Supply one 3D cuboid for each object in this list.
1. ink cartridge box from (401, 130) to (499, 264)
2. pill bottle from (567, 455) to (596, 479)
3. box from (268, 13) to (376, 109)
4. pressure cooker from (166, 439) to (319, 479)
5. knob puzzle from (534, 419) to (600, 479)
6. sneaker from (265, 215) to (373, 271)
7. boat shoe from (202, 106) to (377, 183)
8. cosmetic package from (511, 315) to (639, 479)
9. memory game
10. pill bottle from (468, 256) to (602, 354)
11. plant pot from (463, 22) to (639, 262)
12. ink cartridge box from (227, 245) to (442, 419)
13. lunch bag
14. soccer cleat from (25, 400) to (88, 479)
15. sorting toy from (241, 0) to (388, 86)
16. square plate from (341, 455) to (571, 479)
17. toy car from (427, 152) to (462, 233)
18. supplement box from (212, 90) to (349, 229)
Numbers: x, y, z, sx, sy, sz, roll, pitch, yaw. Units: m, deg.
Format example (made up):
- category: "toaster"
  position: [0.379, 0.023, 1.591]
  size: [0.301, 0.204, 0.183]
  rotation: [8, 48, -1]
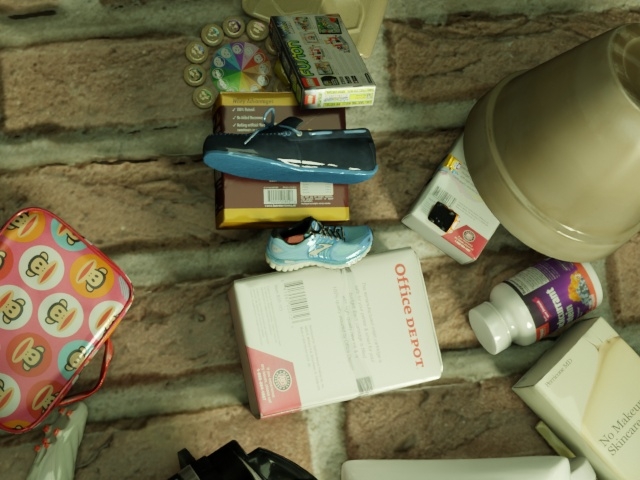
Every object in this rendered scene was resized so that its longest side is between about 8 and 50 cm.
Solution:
- category: "ink cartridge box"
  position: [0.232, -0.070, 1.858]
  size: [0.127, 0.072, 0.175]
  rotation: [36, 77, -3]
- category: "pill bottle"
  position: [0.410, 0.470, 1.765]
  size: [0.153, 0.153, 0.265]
  rotation: [-29, 87, -13]
- category: "box"
  position: [0.000, -0.274, 1.767]
  size: [0.114, 0.036, 0.207]
  rotation: [-5, 42, -15]
- category: "pressure cooker"
  position: [-0.136, 0.483, 1.560]
  size: [0.420, 0.375, 0.370]
  rotation: [-32, 96, -11]
- category: "knob puzzle"
  position: [0.460, 0.294, 1.864]
  size: [0.213, 0.030, 0.213]
  rotation: [1, 81, -9]
- category: "sneaker"
  position: [0.000, 0.000, 1.706]
  size: [0.162, 0.073, 0.063]
  rotation: [-9, 44, -10]
- category: "boat shoe"
  position: [-0.046, -0.134, 1.679]
  size: [0.258, 0.109, 0.089]
  rotation: [5, 77, -26]
- category: "cosmetic package"
  position: [0.465, 0.282, 1.794]
  size: [0.309, 0.113, 0.160]
  rotation: [46, 77, -1]
- category: "memory game"
  position: [-0.126, -0.269, 1.858]
  size: [0.186, 0.012, 0.186]
  rotation: [2, 81, -10]
- category: "pill bottle"
  position: [0.334, 0.099, 1.832]
  size: [0.193, 0.108, 0.108]
  rotation: [-27, 87, -13]
- category: "plant pot"
  position: [0.421, -0.171, 1.751]
  size: [0.323, 0.280, 0.323]
  rotation: [13, 57, -21]
- category: "ink cartridge box"
  position: [0.019, 0.140, 1.765]
  size: [0.283, 0.117, 0.207]
  rotation: [-11, 83, -11]
- category: "lunch bag"
  position: [-0.412, 0.123, 1.684]
  size: [0.258, 0.120, 0.293]
  rotation: [42, 76, -14]
- category: "soccer cleat"
  position: [-0.382, 0.328, 1.698]
  size: [0.076, 0.068, 0.196]
  rotation: [33, 73, -26]
- category: "sorting toy"
  position: [-0.010, -0.380, 1.886]
  size: [0.229, 0.041, 0.307]
  rotation: [20, 78, -11]
- category: "square plate"
  position: [0.199, 0.494, 1.708]
  size: [0.344, 0.049, 0.347]
  rotation: [-4, 82, 14]
- category: "toy car"
  position: [0.208, -0.068, 1.789]
  size: [0.040, 0.060, 0.122]
  rotation: [22, 85, -38]
- category: "supplement box"
  position: [-0.064, -0.119, 1.779]
  size: [0.191, 0.129, 0.194]
  rotation: [-1, 85, -10]
